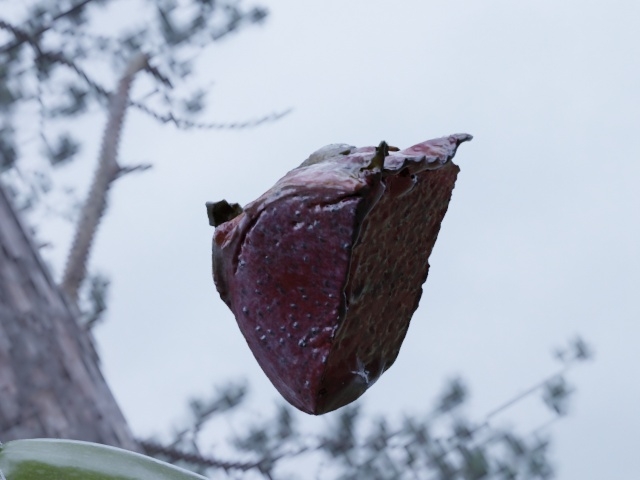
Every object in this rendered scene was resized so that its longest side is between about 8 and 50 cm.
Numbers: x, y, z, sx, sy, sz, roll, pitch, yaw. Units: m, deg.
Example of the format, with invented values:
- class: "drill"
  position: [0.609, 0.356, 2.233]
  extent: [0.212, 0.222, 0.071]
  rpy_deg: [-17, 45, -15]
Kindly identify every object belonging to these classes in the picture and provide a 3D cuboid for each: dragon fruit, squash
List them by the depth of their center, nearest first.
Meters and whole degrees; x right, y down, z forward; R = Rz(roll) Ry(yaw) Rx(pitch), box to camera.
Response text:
- class: "dragon fruit"
  position: [0.000, 0.000, 0.833]
  extent: [0.102, 0.096, 0.147]
  rpy_deg: [-11, -55, -51]
- class: "squash"
  position: [-0.095, 0.180, 1.012]
  extent: [0.341, 0.094, 0.094]
  rpy_deg: [29, -54, -28]

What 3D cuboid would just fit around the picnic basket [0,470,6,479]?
- class: "picnic basket"
  position: [-0.159, 0.150, 0.257]
  extent: [0.312, 0.175, 0.228]
  rpy_deg: [-30, 12, -5]
